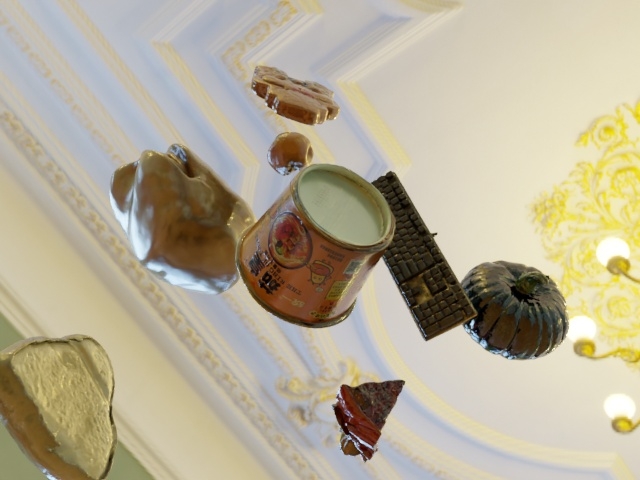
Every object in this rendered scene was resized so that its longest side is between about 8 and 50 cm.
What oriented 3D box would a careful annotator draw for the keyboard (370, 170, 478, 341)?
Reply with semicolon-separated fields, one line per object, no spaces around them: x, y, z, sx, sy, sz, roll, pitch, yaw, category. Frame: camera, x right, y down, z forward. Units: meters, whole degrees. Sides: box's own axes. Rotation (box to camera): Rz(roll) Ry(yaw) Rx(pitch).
0.151;0.014;1.113;0.106;0.317;0.027;-29;-33;5;keyboard

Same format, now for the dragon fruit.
0.067;0.288;1.092;0.092;0.122;0.192;23;-31;14;dragon fruit

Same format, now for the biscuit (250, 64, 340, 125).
-0.053;-0.323;1.454;0.202;0.333;0.047;17;-67;-10;biscuit

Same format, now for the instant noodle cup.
0.000;0.000;1.000;0.216;0.215;0.172;35;-49;-2;instant noodle cup

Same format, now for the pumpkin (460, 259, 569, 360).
0.317;0.114;1.108;0.194;0.194;0.149;8;-81;14;pumpkin

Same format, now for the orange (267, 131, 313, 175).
-0.055;-0.152;1.183;0.086;0.062;0.086;-2;-43;-2;orange

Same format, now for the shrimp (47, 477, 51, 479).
-0.651;0.611;1.673;0.068;0.150;0.248;-25;-112;-8;shrimp

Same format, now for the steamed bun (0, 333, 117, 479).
-0.373;0.230;0.939;0.111;0.212;0.231;-25;-78;11;steamed bun

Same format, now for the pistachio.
-0.328;-0.048;1.542;0.446;0.281;0.365;20;-53;41;pistachio
